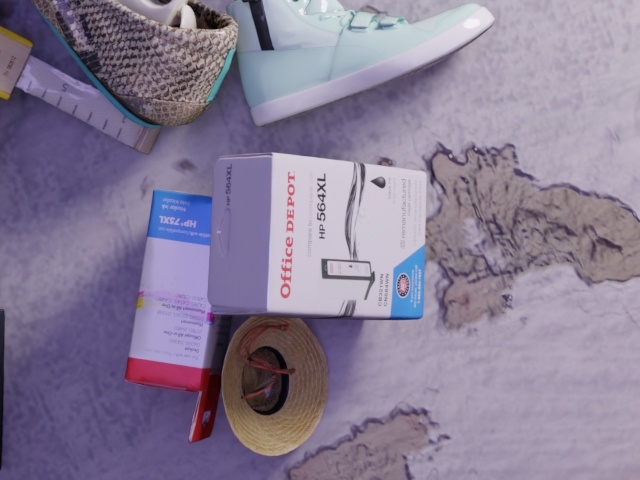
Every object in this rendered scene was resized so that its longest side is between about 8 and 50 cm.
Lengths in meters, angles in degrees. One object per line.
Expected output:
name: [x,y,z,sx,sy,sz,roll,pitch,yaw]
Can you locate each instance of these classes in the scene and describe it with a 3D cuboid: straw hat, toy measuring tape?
straw hat: [-0.062,0.135,1.715,0.061,0.144,0.144,3,86,47]
toy measuring tape: [-0.318,-0.178,1.762,0.330,0.121,0.121,26,90,-16]

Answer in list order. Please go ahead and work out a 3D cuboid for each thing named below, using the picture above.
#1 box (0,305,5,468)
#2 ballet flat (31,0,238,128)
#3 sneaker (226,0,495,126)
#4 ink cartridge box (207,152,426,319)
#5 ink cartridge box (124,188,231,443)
box: [-0.481,0.144,1.645,0.296,0.294,0.182,0,86,7]
ballet flat: [-0.268,-0.317,1.708,0.483,0.164,0.182,41,121,4]
sneaker: [0.032,-0.221,1.709,0.256,0.094,0.151,-19,91,7]
ink cartridge box: [0.000,0.000,1.648,0.086,0.203,0.148,-1,87,46]
ink cartridge box: [-0.131,0.073,1.692,0.078,0.134,0.231,9,87,6]
